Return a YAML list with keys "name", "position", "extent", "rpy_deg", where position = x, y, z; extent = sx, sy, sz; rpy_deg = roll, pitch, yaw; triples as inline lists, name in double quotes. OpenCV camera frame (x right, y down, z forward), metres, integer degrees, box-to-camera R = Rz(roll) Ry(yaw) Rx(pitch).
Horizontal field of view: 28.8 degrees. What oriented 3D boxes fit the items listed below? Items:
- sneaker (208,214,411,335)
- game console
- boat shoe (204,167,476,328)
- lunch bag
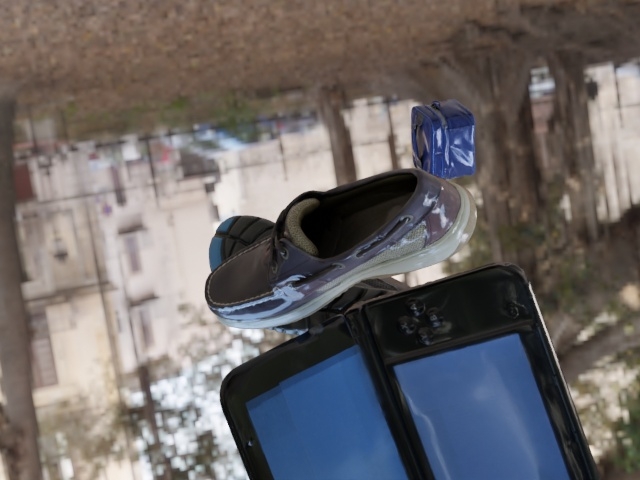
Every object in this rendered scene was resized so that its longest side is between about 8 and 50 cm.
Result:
- name: "sneaker"
  position: [0.010, 0.074, 1.592]
  extent: [0.341, 0.125, 0.140]
  rpy_deg: [28, -172, 20]
- name: "game console"
  position: [0.093, 0.200, 1.098]
  extent: [0.250, 0.293, 0.173]
  rpy_deg: [-18, -173, 23]
- name: "boat shoe"
  position: [0.000, 0.000, 1.137]
  extent: [0.285, 0.102, 0.092]
  rpy_deg: [-19, 140, 30]
- name: "lunch bag"
  position: [0.141, -0.120, 1.478]
  extent: [0.065, 0.098, 0.067]
  rpy_deg: [-15, -150, -17]
